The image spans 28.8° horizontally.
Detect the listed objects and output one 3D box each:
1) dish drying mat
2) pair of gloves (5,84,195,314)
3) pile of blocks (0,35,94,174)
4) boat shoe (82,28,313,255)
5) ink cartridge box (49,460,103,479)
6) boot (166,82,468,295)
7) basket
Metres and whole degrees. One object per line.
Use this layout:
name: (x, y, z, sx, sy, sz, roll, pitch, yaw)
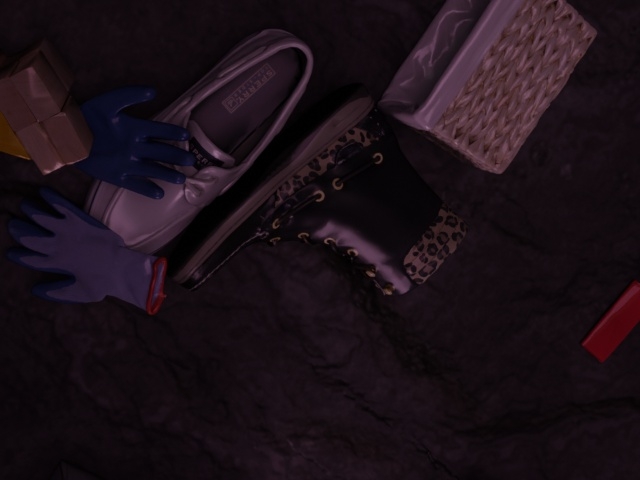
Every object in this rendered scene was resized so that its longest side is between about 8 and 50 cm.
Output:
dish drying mat: (0.291, 0.079, 1.217, 0.032, 0.008, 0.083, 41, 89, -16)
pair of gloves: (-0.184, -0.037, 1.029, 0.159, 0.023, 0.198, 17, 100, 17)
pile of blocks: (-0.354, -0.139, 0.980, 0.362, 0.112, 0.149, 23, 112, -12)
boat shoe: (-0.106, -0.080, 1.053, 0.095, 0.084, 0.258, 39, 88, -17)
ink cartridge box: (-0.185, 0.399, 1.092, 0.272, 0.130, 0.309, 30, 91, -18)
boot: (0.001, 0.000, 1.094, 0.236, 0.085, 0.178, -44, 109, -3)
basket: (0.147, -0.152, 1.089, 0.103, 0.113, 0.167, 33, 91, -19)
